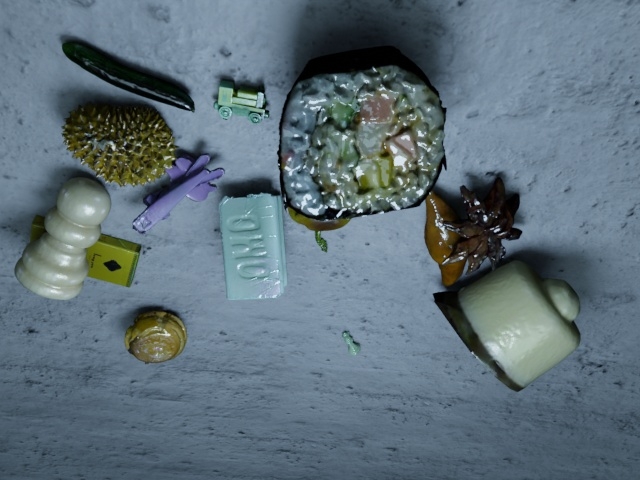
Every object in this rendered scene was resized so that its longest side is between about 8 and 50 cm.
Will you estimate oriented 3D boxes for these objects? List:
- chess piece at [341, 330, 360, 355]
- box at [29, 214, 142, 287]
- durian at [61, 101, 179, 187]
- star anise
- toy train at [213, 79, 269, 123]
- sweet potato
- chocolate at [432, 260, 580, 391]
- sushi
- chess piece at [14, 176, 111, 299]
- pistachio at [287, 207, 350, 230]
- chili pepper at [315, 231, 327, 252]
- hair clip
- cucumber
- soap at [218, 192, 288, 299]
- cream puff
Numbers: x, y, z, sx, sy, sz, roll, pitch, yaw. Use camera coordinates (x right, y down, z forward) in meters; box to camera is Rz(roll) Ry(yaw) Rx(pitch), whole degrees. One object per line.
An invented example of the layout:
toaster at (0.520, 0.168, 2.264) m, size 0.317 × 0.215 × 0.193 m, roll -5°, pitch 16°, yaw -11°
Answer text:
chess piece at (0.094, 0.327, 1.798) m, size 0.042 × 0.042 × 0.093 m, roll -18°, pitch 126°, yaw 18°
box at (-0.643, 0.036, 1.525) m, size 0.279 × 0.041 × 0.153 m, roll 17°, pitch 130°, yaw -15°
durian at (-0.438, -0.206, 1.222) m, size 0.249 × 0.138 × 0.183 m, roll 3°, pitch 96°, yaw -11°
star anise at (0.410, -0.020, 1.352) m, size 0.272 × 0.102 × 0.272 m, roll -9°, pitch 111°, yaw -23°
toy train at (-0.168, -0.296, 1.198) m, size 0.122 × 0.050 × 0.081 m, roll 8°, pitch 126°, yaw -5°
sweet potato at (0.325, 0.006, 1.439) m, size 0.112 × 0.112 × 0.359 m, roll -15°, pitch 129°, yaw 15°
chocolate at (0.534, 0.200, 1.515) m, size 0.297 × 0.326 × 0.314 m, roll -46°, pitch 133°, yaw 12°
sushi at (0.071, -0.219, 1.131) m, size 0.327 × 0.285 × 0.329 m, roll -10°, pitch 112°, yaw 3°
chess piece at (-0.616, -0.015, 1.374) m, size 0.167 × 0.167 × 0.300 m, roll 25°, pitch 112°, yaw -22°
pistachio at (0.011, -0.085, 1.360) m, size 0.189 × 0.100 × 0.110 m, roll -1°, pitch 138°, yaw 3°
chili pepper at (0.000, 0.000, 1.496) m, size 0.027 × 0.022 × 0.083 m, roll -11°, pitch 129°, yaw 13°
hair clip at (-0.349, -0.125, 1.346) m, size 0.278 × 0.090 × 0.137 m, roll -35°, pitch 112°, yaw 20°
cucumber at (-0.393, -0.335, 1.161) m, size 0.284 × 0.056 × 0.056 m, roll 23°, pitch 130°, yaw -16°
soap at (-0.163, 0.013, 1.379) m, size 0.150 × 0.094 × 0.261 m, roll -4°, pitch 97°, yaw 2°
cream puff at (-0.501, 0.291, 1.710) m, size 0.189 × 0.129 × 0.189 m, roll -4°, pitch 128°, yaw -5°
